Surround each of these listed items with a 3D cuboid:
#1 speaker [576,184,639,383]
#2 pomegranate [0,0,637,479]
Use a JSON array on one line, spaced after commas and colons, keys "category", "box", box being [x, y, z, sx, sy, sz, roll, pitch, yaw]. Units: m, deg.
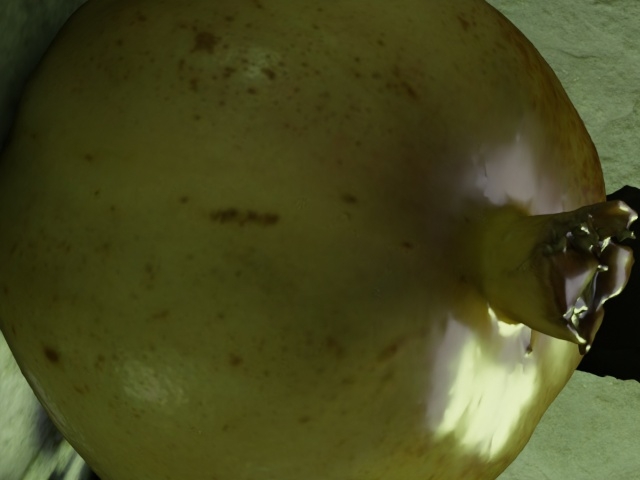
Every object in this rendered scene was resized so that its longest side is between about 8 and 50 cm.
[{"category": "speaker", "box": [0.036, 0.080, 0.691, 0.184, 0.388, 0.180, -115, -178, -77]}, {"category": "pomegranate", "box": [0.000, 0.000, 0.477, 0.319, 0.319, 0.319, 18, 90, -88]}]
